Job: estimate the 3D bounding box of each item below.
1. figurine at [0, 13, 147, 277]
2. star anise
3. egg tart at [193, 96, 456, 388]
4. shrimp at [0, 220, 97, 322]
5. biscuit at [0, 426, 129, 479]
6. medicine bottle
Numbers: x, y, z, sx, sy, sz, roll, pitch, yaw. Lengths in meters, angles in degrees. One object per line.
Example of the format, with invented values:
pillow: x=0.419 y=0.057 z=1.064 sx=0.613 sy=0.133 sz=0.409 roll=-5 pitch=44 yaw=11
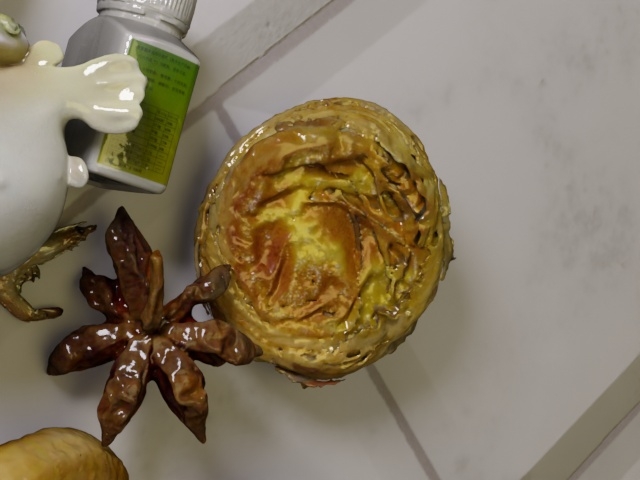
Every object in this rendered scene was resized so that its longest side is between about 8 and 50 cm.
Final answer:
figurine: x=-0.283 y=-0.161 z=1.172 sx=0.274 sy=0.226 sz=0.394 roll=-3 pitch=81 yaw=-6
star anise: x=-0.159 y=0.091 z=1.302 sx=0.196 sy=0.111 sz=0.212 roll=-42 pitch=99 yaw=2
egg tart: x=0.000 y=0.000 z=1.428 sx=0.297 sy=0.132 sz=0.297 roll=-5 pitch=104 yaw=-21
shrimp: x=-0.250 y=0.030 z=1.315 sx=0.114 sy=0.023 sz=0.083 roll=-32 pitch=115 yaw=-22
biscuit: x=-0.278 y=0.292 z=1.253 sx=0.274 sy=0.091 sz=0.213 roll=-56 pitch=152 yaw=-11
medicine bottle: x=-0.178 y=-0.144 z=1.278 sx=0.088 sy=0.132 sz=0.188 roll=19 pitch=84 yaw=-34
